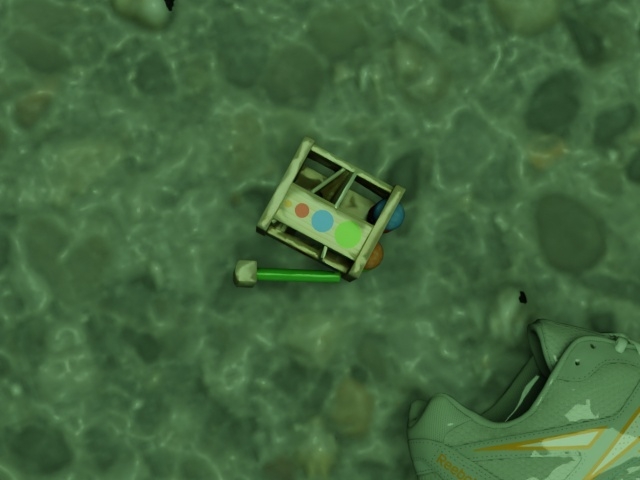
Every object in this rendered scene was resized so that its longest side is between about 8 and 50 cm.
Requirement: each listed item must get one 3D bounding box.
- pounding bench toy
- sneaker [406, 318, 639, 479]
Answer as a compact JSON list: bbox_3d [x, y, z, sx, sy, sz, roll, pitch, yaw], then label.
[{"bbox_3d":[0.000,0.000,0.700,0.065,0.052,0.083,29,85,-1],"label":"pounding bench toy"},{"bbox_3d":[0.167,0.082,0.685,0.262,0.099,0.121,-22,83,-6],"label":"sneaker"}]
